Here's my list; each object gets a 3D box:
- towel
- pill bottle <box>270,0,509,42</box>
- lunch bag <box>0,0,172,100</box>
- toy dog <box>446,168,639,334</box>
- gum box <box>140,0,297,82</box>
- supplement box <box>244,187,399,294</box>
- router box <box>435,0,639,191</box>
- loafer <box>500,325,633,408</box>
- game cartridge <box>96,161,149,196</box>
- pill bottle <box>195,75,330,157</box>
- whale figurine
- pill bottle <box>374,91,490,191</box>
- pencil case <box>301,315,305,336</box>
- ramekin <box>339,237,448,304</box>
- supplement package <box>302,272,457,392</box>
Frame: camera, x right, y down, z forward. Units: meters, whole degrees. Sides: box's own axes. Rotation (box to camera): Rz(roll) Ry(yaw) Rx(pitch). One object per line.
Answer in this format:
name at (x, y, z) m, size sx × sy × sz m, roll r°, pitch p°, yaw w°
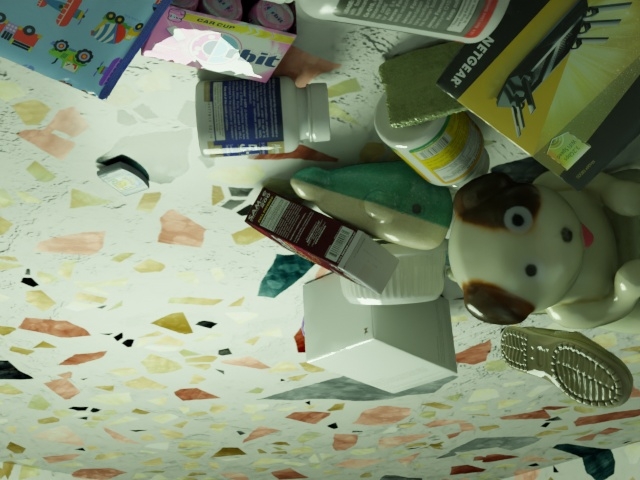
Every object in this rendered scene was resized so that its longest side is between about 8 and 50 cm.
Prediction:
towel at (0.158, -0.220, 1.449) m, size 0.148 × 0.110 × 0.027 m, roll -15°, pitch 164°, yaw 18°
pill bottle at (0.065, -0.324, 1.178) m, size 0.283 × 0.161 × 0.161 m, roll 6°, pitch 151°, yaw -18°
lunch bag at (-0.269, -0.330, 1.175) m, size 0.221 × 0.138 × 0.293 m, roll 21°, pitch 134°, yaw -35°
toy dog at (0.352, 0.004, 1.667) m, size 0.395 × 0.285 × 0.408 m, roll 4°, pitch 179°, yaw 29°
gum box at (-0.138, -0.277, 1.341) m, size 0.188 × 0.062 × 0.107 m, roll 8°, pitch 150°, yaw -24°
supplement box at (0.000, 0.000, 1.741) m, size 0.239 × 0.073 × 0.130 m, roll 26°, pitch 174°, yaw 39°
router box at (0.328, -0.241, 1.286) m, size 0.243 × 0.081 × 0.309 m, roll 36°, pitch 133°, yaw -2°
loafer at (0.413, 0.193, 1.701) m, size 0.092 × 0.102 × 0.268 m, roll -11°, pitch -159°, yaw -32°
game cartridge at (-0.321, -0.101, 1.701) m, size 0.056 × 0.017 × 0.083 m, roll -20°, pitch 149°, yaw 20°
pill bottle at (-0.081, -0.179, 1.485) m, size 0.186 × 0.112 × 0.112 m, roll -4°, pitch 152°, yaw -1°
whale figurine at (0.088, -0.081, 1.700) m, size 0.272 × 0.141 × 0.216 m, roll 20°, pitch -179°, yaw -1°
pill bottle at (0.177, -0.153, 1.566) m, size 0.117 × 0.118 × 0.208 m, roll -19°, pitch 150°, yaw 26°
pencil case at (0.050, 0.206, 2.263) m, size 0.088 × 0.086 × 0.206 m, roll -17°, pitch 151°, yaw 37°
ramekin at (0.129, 0.054, 1.873) m, size 0.207 × 0.109 × 0.207 m, roll -3°, pitch -177°, yaw 0°
supplement package at (0.124, 0.183, 2.134) m, size 0.177 × 0.175 × 0.293 m, roll -23°, pitch 147°, yaw 33°
